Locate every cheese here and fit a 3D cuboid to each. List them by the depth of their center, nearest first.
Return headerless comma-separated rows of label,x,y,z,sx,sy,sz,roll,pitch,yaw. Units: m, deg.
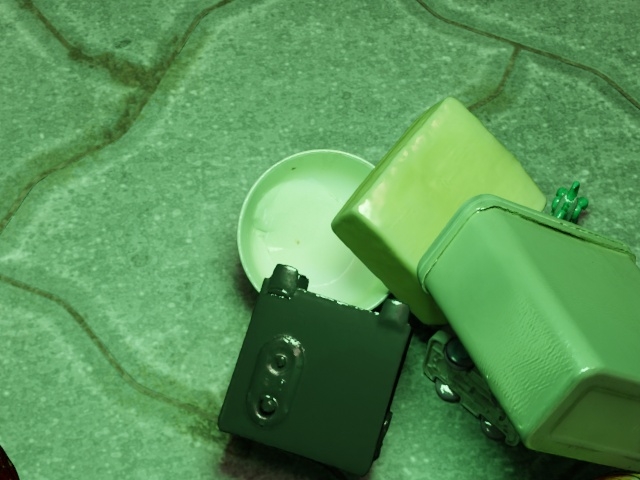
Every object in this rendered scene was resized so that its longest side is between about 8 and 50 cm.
cheese,0.185,-0.043,2.005,0.242,0.124,0.265,44,67,-9

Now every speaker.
speaker,0.005,0.187,1.911,0.232,0.184,0.254,18,87,6

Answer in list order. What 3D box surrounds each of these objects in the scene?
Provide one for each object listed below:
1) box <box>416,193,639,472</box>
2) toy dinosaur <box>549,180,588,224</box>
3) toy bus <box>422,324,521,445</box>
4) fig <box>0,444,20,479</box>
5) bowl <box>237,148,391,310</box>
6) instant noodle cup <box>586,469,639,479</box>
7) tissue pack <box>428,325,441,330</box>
box,0.357,0.137,1.825,0.352,0.177,0.344,17,31,-36
toy dinosaur,0.416,-0.047,2.234,0.059,0.132,0.096,26,33,13
toy bus,0.269,0.199,2.022,0.202,0.142,0.142,40,65,19
fig,-0.480,0.351,1.800,0.249,0.186,0.203,17,36,-4
bowl,0.000,0.000,2.100,0.277,0.145,0.277,1,84,-8
instant noodle cup,0.360,0.468,1.748,0.254,0.325,0.325,-20,59,-30
tissue pack,0.230,0.012,2.160,0.215,0.123,0.256,-13,67,-16
